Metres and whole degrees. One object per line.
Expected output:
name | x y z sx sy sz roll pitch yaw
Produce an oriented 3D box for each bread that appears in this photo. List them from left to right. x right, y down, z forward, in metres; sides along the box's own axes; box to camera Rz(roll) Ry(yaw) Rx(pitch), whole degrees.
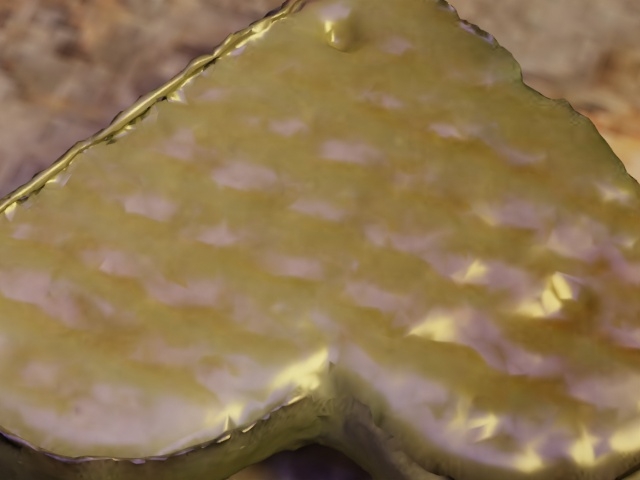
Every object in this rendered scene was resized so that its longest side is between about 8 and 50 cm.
bread | 0.000 0.000 0.543 0.232 0.064 0.172 1 61 -4
